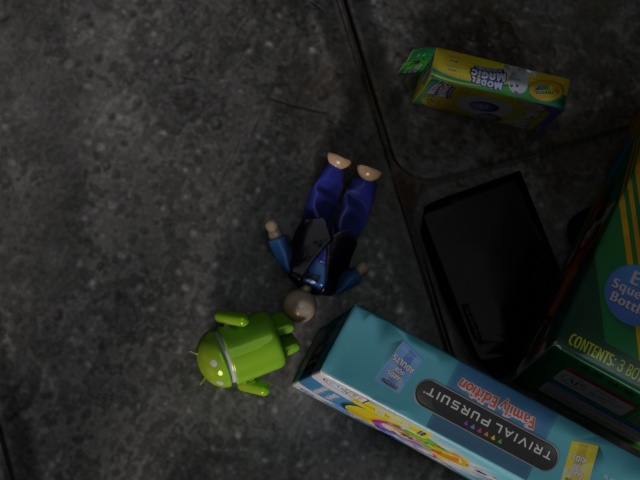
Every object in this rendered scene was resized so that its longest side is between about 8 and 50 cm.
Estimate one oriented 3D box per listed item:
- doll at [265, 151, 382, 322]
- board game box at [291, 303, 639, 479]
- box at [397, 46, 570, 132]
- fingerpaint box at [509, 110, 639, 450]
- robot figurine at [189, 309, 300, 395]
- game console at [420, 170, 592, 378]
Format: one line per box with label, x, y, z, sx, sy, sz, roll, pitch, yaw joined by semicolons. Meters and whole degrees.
doll;0.000;0.000;1.577;0.129;0.046;0.189;20;85;-13
board game box;0.146;0.189;1.460;0.336;0.254;0.079;29;79;-2
box;0.178;-0.171;1.599;0.179;0.105;0.043;14;78;-4
fingerpaint box;0.487;0.081;1.504;0.445;0.163;0.371;29;68;1
robot figurine;-0.082;0.117;1.536;0.115;0.067;0.101;-20;115;-11
game console;0.304;0.003;1.620;0.361;0.044;0.213;-20;84;-11
